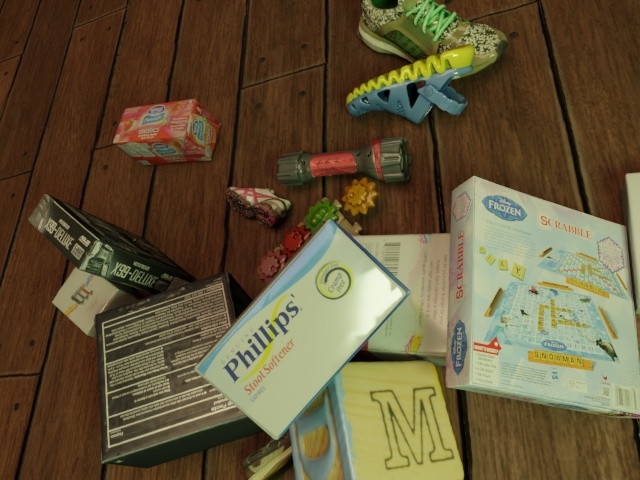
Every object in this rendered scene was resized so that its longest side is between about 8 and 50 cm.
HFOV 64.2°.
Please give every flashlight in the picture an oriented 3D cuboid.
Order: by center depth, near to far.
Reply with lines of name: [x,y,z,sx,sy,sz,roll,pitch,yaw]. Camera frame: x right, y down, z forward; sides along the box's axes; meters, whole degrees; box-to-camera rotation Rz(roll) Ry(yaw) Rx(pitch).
flashlight: [0.047,-0.169,1.155,0.304,0.103,0.103,-3,69,22]

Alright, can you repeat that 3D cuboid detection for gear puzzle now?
gear puzzle: [0.000,0.000,1.102,0.339,0.044,0.175,-46,56,11]

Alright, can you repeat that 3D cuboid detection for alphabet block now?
alphabet block: [0.077,0.312,0.822,0.192,0.197,0.193,-47,45,50]

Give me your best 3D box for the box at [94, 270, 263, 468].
box: [-0.272,0.265,1.031,0.296,0.183,0.294,-18,60,3]

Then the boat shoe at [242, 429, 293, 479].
boat shoe: [-0.064,0.381,0.967,0.223,0.080,0.073,-44,62,6]

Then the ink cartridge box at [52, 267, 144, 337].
ink cartridge box: [-0.540,0.155,1.262,0.176,0.128,0.127,27,81,33]

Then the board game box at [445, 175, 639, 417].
board game box: [0.350,0.092,0.799,0.318,0.066,0.318,15,67,-17]

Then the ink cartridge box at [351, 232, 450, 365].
ink cartridge box: [0.196,0.111,0.939,0.306,0.131,0.226,0,67,24]

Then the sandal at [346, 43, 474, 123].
sandal: [0.200,-0.324,1.148,0.317,0.138,0.126,-8,20,37]

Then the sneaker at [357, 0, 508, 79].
sneaker: [0.229,-0.504,1.174,0.410,0.182,0.158,31,82,32]

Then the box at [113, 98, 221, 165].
box: [-0.424,-0.296,1.416,0.256,0.128,0.123,0,68,26]

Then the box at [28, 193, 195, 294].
box: [-0.475,0.026,1.186,0.242,0.307,0.076,31,87,33]

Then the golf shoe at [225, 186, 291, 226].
golf shoe: [-0.154,-0.094,1.244,0.186,0.067,0.086,25,53,32]

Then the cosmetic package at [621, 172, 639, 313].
cosmetic package: [0.575,0.002,0.842,0.117,0.085,0.231,-1,65,24]

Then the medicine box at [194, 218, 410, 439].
medicine box: [-0.023,0.111,0.784,0.149,0.289,0.263,42,91,-1]
